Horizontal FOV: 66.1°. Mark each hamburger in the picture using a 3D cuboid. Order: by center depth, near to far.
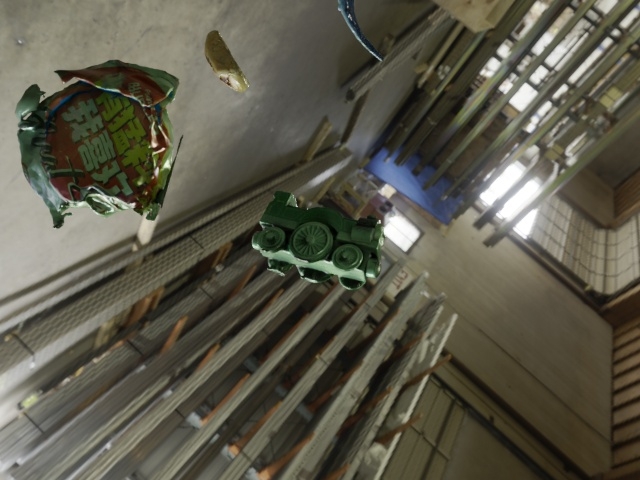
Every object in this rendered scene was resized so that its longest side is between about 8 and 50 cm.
[{"bbox_3d":[-0.352,-0.158,0.821,0.275,0.261,0.150,-4,-175,12],"label":"hamburger"}]

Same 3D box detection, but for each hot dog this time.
[{"bbox_3d":[-0.279,-0.511,1.420,0.073,0.243,0.084,-33,149,7],"label":"hot dog"}]

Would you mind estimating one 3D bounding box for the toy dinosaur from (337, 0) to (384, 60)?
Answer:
[{"bbox_3d":[0.006,-0.381,0.616,0.076,0.144,0.330,138,-48,-69],"label":"toy dinosaur"}]

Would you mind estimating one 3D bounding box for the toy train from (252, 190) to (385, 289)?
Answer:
[{"bbox_3d":[0.000,0.000,0.642,0.071,0.178,0.105,74,34,-54],"label":"toy train"}]
